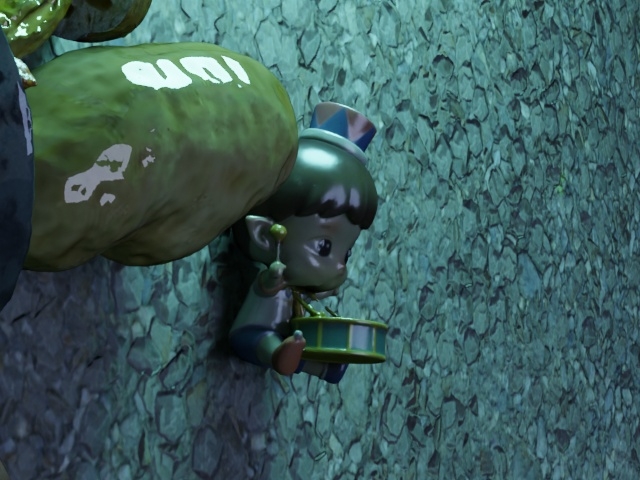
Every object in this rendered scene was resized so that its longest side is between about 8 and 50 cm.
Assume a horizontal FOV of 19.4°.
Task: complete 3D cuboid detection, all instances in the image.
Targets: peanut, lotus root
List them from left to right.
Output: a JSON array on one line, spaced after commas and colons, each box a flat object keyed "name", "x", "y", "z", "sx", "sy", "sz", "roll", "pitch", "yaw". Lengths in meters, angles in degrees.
[{"name": "lotus root", "x": -0.191, "y": -0.222, "z": 1.570, "sx": 0.081, "sy": 0.112, "sz": 0.122, "roll": 11, "pitch": 77, "yaw": -66}, {"name": "peanut", "x": -0.163, "y": -0.067, "z": 1.558, "sx": 0.387, "sy": 0.169, "sz": 0.192, "roll": -14, "pitch": 129, "yaw": -55}]

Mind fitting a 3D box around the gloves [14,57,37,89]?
[{"name": "gloves", "x": -0.300, "y": -0.115, "z": 1.318, "sx": 0.219, "sy": 0.140, "sz": 0.131, "roll": 30, "pitch": 17, "yaw": -53}]

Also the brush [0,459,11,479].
[{"name": "brush", "x": -0.299, "y": 0.113, "z": 1.415, "sx": 0.070, "sy": 0.065, "sz": 0.327, "roll": -67, "pitch": 151, "yaw": -47}]

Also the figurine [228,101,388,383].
[{"name": "figurine", "x": -0.009, "y": 0.000, "z": 1.821, "sx": 0.161, "sy": 0.158, "sz": 0.275, "roll": 16, "pitch": 74, "yaw": -69}]

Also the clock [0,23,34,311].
[{"name": "clock", "x": -0.308, "y": -0.056, "z": 1.158, "sx": 0.061, "sy": 0.313, "sz": 0.312, "roll": -15, "pitch": 101, "yaw": -54}]

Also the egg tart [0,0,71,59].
[{"name": "egg tart", "x": -0.289, "y": -0.265, "z": 1.430, "sx": 0.279, "sy": 0.095, "sz": 0.278, "roll": 16, "pitch": 70, "yaw": -54}]
